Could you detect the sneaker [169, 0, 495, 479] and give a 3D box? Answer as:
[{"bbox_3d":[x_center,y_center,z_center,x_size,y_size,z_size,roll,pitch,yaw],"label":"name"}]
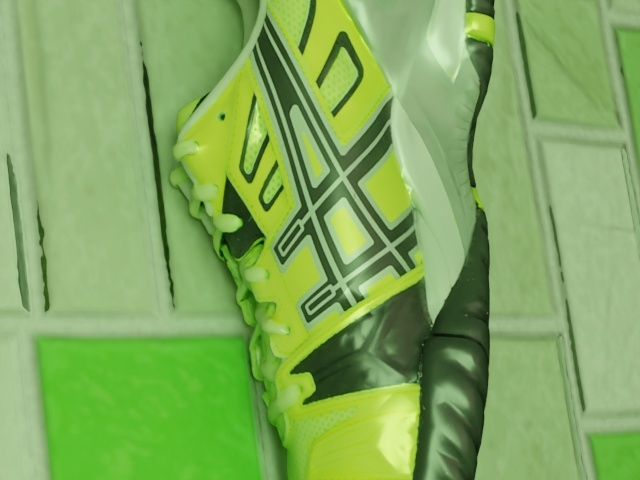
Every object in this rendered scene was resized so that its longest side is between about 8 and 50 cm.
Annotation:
[{"bbox_3d":[0.000,0.000,0.895,0.147,0.145,0.385,3,74,-8],"label":"sneaker"}]
